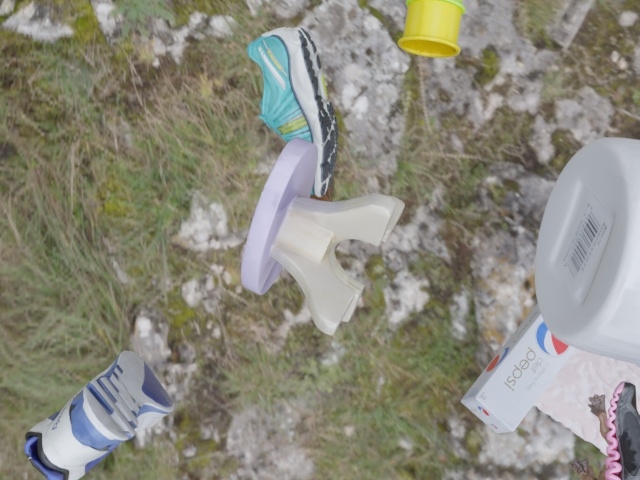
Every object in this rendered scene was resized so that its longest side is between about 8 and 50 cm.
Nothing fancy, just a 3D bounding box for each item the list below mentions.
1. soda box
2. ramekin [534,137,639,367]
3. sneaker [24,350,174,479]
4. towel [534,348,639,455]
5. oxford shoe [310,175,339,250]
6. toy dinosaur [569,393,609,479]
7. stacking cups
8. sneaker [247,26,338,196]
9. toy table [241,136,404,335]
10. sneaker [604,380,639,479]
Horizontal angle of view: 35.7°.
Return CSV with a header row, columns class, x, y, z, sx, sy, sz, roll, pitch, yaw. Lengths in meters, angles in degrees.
class,x,y,z,sx,sy,sz,roll,pitch,yaw
soda box,0.299,0.170,1.417,0.074,0.069,0.216,42,73,1
ramekin,0.361,0.011,1.160,0.135,0.277,0.277,11,112,-11
sneaker,-0.361,0.284,1.553,0.182,0.315,0.127,-35,88,9
towel,0.539,0.230,1.757,0.332,0.053,0.317,35,121,12
oxford shoe,-0.016,-0.055,1.655,0.076,0.212,0.076,-33,133,22
toy dinosaur,0.448,0.368,1.461,0.127,0.200,0.295,8,128,0
stacking cups,0.181,-0.440,1.488,0.096,0.096,0.316,8,87,-18
sneaker,-0.039,-0.200,1.571,0.110,0.107,0.275,-8,111,18
toy table,0.000,0.000,1.369,0.161,0.252,0.274,26,152,7
sneaker,0.291,0.189,0.913,0.057,0.119,0.047,0,162,22
